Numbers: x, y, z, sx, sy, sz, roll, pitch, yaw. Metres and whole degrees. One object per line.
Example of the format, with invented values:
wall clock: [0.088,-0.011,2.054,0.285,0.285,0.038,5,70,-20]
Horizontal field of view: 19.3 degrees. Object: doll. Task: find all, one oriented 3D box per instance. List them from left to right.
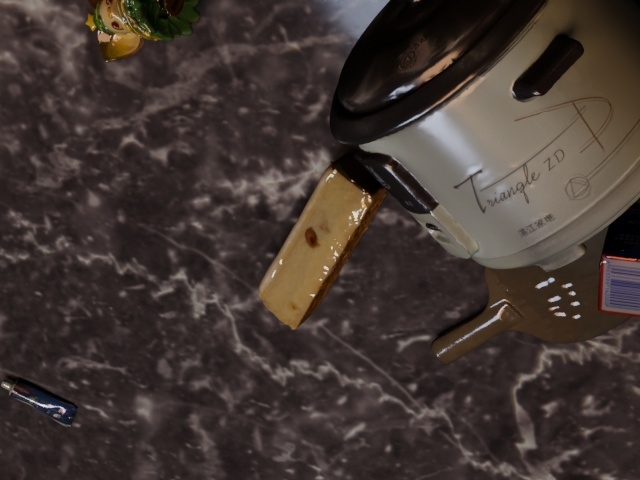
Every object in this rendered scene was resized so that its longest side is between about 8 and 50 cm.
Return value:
doll: [-0.150,-0.200,1.605,0.113,0.077,0.078,-6,100,59]

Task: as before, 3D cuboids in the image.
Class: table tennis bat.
table tennis bat: [0.189,0.049,1.675,0.234,0.022,0.131,-33,110,34]

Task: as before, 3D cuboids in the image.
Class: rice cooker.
rice cooker: [0.138,-0.119,1.424,0.241,0.280,0.227,-46,110,-4]

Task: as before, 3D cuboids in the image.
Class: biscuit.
biscuit: [0.000,0.000,1.689,0.056,0.052,0.188,37,130,9]

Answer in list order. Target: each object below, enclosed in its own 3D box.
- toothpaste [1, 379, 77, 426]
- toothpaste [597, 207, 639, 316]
toothpaste: [-0.292,0.166,1.949,0.083,0.019,0.027,27,113,-4]
toothpaste: [0.391,0.033,1.538,0.320,0.076,0.066,8,127,14]
